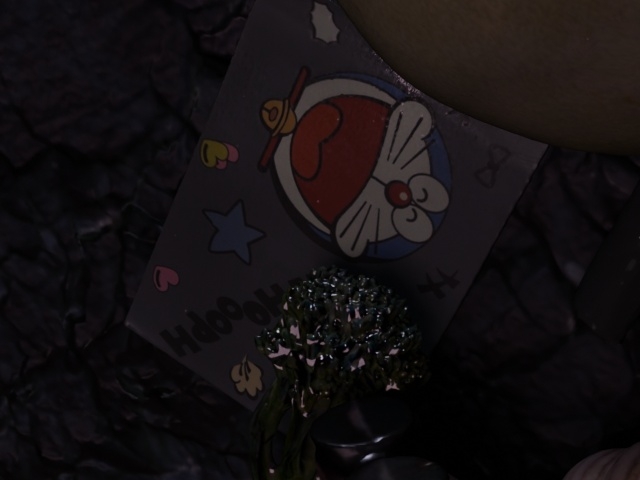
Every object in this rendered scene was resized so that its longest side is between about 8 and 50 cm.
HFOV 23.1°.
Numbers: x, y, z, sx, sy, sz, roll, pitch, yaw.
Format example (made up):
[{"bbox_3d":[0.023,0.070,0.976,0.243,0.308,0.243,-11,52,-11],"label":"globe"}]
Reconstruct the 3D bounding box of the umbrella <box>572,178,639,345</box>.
[{"bbox_3d":[0.153,-0.010,0.716,0.036,0.031,0.133,32,122,10],"label":"umbrella"}]

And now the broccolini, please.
[{"bbox_3d":[-0.004,0.105,0.824,0.091,0.068,0.203,17,120,-1],"label":"broccolini"}]

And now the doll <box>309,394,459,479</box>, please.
[{"bbox_3d":[0.050,0.205,0.784,0.117,0.182,0.257,-19,116,-2],"label":"doll"}]

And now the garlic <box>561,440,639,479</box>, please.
[{"bbox_3d":[0.171,0.161,0.740,0.147,0.102,0.159,26,134,33],"label":"garlic"}]

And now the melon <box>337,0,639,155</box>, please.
[{"bbox_3d":[0.117,-0.167,0.519,0.268,0.268,0.330,49,138,1],"label":"melon"}]

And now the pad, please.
[{"bbox_3d":[0.000,0.000,0.819,0.170,0.006,0.245,33,123,11],"label":"pad"}]
